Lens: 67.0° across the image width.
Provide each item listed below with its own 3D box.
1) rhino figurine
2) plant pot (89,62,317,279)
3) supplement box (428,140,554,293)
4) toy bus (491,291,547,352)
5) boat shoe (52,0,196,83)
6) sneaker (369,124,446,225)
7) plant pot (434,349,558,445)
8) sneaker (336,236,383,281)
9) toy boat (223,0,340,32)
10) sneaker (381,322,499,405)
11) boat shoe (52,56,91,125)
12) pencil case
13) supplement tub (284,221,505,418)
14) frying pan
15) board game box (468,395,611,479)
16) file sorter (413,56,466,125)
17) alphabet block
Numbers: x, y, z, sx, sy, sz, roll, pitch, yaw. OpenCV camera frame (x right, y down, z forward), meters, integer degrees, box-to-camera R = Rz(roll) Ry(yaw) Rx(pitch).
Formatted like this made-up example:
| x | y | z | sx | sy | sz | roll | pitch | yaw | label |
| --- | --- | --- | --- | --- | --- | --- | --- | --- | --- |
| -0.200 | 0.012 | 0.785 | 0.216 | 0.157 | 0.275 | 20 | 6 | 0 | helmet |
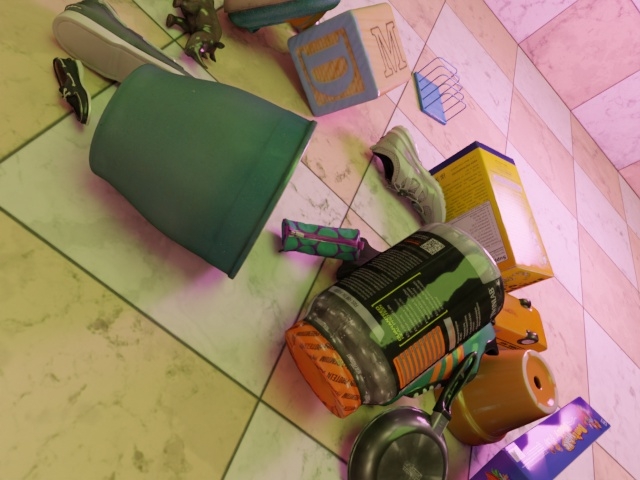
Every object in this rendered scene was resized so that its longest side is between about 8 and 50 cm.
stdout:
| x | y | z | sx | sy | sz | roll | pitch | yaw | label |
| --- | --- | --- | --- | --- | --- | --- | --- | --- | --- |
| -0.251 | -0.451 | 0.975 | 0.106 | 0.073 | 0.243 | -2 | 69 | -40 | rhino figurine |
| -0.181 | -0.118 | 0.724 | 0.255 | 0.271 | 0.271 | 28 | 48 | -9 | plant pot |
| 0.433 | -0.046 | 1.281 | 0.195 | 0.194 | 0.356 | 12 | 59 | -38 | supplement box |
| 0.425 | 0.192 | 1.179 | 0.333 | 0.130 | 0.108 | 23 | 54 | -32 | toy bus |
| -0.277 | -0.294 | 0.827 | 0.320 | 0.116 | 0.099 | 31 | 52 | -19 | boat shoe |
| 0.219 | -0.146 | 1.238 | 0.115 | 0.105 | 0.281 | -31 | 94 | -14 | sneaker |
| 0.379 | 0.315 | 1.022 | 0.205 | 0.188 | 0.205 | 22 | 53 | -32 | plant pot |
| 0.162 | 0.091 | 1.021 | 0.286 | 0.109 | 0.130 | 38 | 39 | -23 | sneaker |
| -0.063 | -0.545 | 1.120 | 0.318 | 0.268 | 0.148 | -67 | 149 | -60 | toy boat |
| 0.229 | 0.245 | 0.928 | 0.302 | 0.108 | 0.121 | -29 | 90 | -21 | sneaker |
| -0.382 | -0.231 | 0.743 | 0.038 | 0.046 | 0.125 | -3 | 66 | -44 | boat shoe |
| 0.000 | 0.000 | 0.906 | 0.152 | 0.070 | 0.064 | 8 | 82 | -9 | pencil case |
| 0.123 | 0.129 | 0.814 | 0.338 | 0.207 | 0.207 | -30 | 88 | -21 | supplement tub |
| 0.193 | 0.355 | 0.834 | 0.326 | 0.053 | 0.197 | -24 | 97 | -20 | frying pan |
| 0.384 | 0.438 | 0.916 | 0.347 | 0.233 | 0.078 | -2 | 41 | -43 | board game box |
| 0.392 | -0.489 | 1.571 | 0.118 | 0.105 | 0.170 | 19 | 54 | -35 | file sorter |
| 0.073 | -0.427 | 1.143 | 0.197 | 0.193 | 0.193 | -41 | 118 | -46 | alphabet block |
